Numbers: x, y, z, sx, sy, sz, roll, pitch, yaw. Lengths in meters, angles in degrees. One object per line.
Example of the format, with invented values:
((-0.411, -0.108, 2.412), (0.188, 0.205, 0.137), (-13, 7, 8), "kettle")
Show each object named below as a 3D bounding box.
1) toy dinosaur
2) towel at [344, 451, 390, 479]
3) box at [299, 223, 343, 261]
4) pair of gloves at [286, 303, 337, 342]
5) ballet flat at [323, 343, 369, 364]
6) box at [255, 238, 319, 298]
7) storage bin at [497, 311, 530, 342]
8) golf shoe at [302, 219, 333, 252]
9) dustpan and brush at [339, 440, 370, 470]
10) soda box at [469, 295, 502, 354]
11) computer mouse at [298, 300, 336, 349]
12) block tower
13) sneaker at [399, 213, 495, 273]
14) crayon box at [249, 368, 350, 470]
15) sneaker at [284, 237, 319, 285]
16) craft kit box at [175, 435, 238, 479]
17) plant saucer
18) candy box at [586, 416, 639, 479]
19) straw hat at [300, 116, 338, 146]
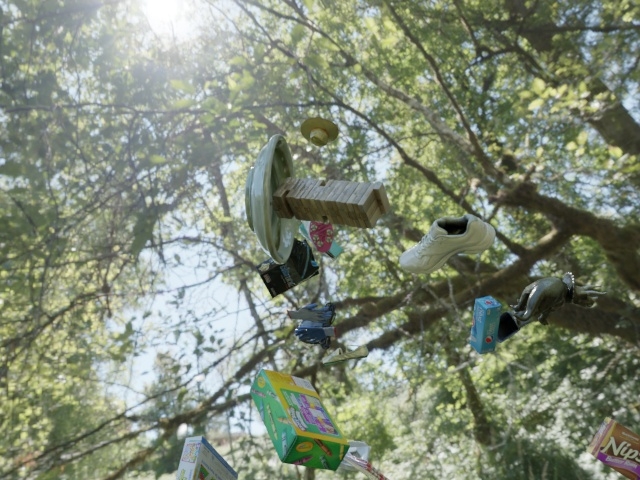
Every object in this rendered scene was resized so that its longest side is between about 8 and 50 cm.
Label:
((0.587, 0.146, 1.249), (0.314, 0.121, 0.160), (7, -53, -35), "toy dinosaur")
((0.157, 0.673, 1.367), (0.197, 0.029, 0.144), (43, -25, -19), "towel")
((0.000, 0.000, 2.425), (0.060, 0.244, 0.100), (-48, -7, -14), "box")
((-0.027, 0.293, 1.669), (0.160, 0.023, 0.198), (-5, -50, 16), "pair of gloves")
((0.086, 0.390, 1.638), (0.168, 0.052, 0.057), (-14, -9, 15), "ballet flat")
((-0.168, 0.155, 2.483), (0.294, 0.073, 0.295), (-29, -32, -9), "box")
((0.718, 0.313, 1.797), (0.091, 0.098, 0.135), (-11, -30, -28), "storage bin")
((-0.029, -0.086, 2.120), (0.115, 0.306, 0.140), (-13, -10, -19), "golf shoe")
((0.063, 0.768, 1.713), (0.211, 0.060, 0.147), (-11, 8, 14), "dustpan and brush")
((0.610, 0.315, 1.757), (0.067, 0.071, 0.209), (-9, -63, -15), "soda box")
((-0.032, 0.352, 1.911), (0.072, 0.188, 0.272), (17, -24, -19), "computer mouse")
((0.017, -0.106, 1.306), (0.336, 0.097, 0.090), (7, -42, 34), "block tower")
((0.270, -0.003, 1.089), (0.232, 0.090, 0.115), (-29, -49, 29), "sneaker")
((-0.062, 0.457, 1.231), (0.165, 0.278, 0.081), (25, -82, -30), "crayon box")
((-0.118, 0.028, 1.989), (0.140, 0.125, 0.340), (-28, -53, -5), "sneaker")
((-0.299, 0.680, 1.222), (0.061, 0.246, 0.249), (-13, -51, 10), "craft kit box")
((-0.159, -0.126, 1.476), (0.101, 0.400, 0.400), (0, -31, 7), "plant saucer")
((0.798, 0.552, 1.206), (0.109, 0.187, 0.053), (-57, -10, -2), "candy box")
((-0.005, -0.373, 1.708), (0.145, 0.061, 0.144), (1, -32, 0), "straw hat")
